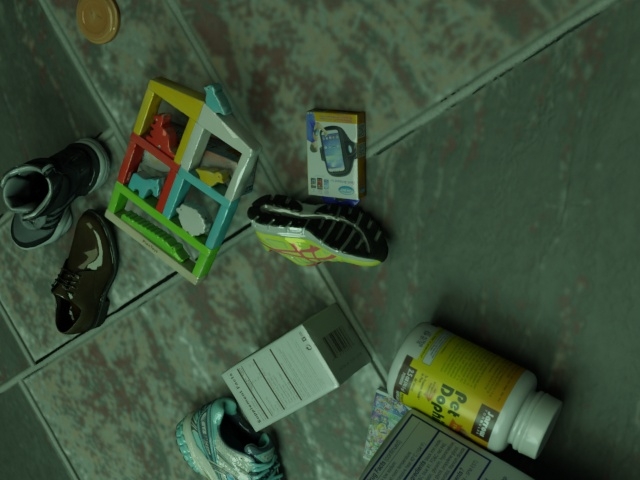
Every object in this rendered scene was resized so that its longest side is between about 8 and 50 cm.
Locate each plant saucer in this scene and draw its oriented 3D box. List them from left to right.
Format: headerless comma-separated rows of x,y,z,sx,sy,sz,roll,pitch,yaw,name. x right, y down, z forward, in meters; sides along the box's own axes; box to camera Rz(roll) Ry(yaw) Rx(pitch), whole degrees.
-0.345,-0.345,1.511,0.083,0.013,0.083,10,111,27,plant saucer

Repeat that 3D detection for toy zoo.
-0.198,-0.102,1.419,0.192,0.030,0.293,35,122,16,toy zoo

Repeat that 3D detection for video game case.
0.112,0.285,1.442,0.087,0.011,0.122,20,114,24,video game case

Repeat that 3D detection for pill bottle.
0.204,0.201,1.297,0.215,0.117,0.117,25,117,22,pill bottle

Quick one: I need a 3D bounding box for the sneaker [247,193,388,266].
0.000,0.000,1.387,0.209,0.081,0.094,18,141,21,sneaker

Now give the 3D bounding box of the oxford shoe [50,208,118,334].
-0.394,0.059,1.619,0.083,0.096,0.227,21,113,25,oxford shoe

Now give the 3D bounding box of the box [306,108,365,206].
0.022,-0.112,1.360,0.081,0.028,0.136,7,107,28,box

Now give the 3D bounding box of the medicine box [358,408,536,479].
0.189,0.408,1.300,0.289,0.149,0.263,29,143,20,medicine box

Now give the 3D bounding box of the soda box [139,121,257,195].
-0.186,-0.123,1.461,0.183,0.058,0.063,23,115,24,soda box

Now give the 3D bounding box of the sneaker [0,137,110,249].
-0.465,-0.063,1.586,0.268,0.153,0.101,-40,83,33,sneaker

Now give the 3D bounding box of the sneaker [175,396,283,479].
-0.111,0.373,1.546,0.122,0.110,0.283,-44,82,29,sneaker

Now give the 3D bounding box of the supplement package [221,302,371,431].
-0.036,0.187,1.442,0.179,0.105,0.105,-34,87,34,supplement package
